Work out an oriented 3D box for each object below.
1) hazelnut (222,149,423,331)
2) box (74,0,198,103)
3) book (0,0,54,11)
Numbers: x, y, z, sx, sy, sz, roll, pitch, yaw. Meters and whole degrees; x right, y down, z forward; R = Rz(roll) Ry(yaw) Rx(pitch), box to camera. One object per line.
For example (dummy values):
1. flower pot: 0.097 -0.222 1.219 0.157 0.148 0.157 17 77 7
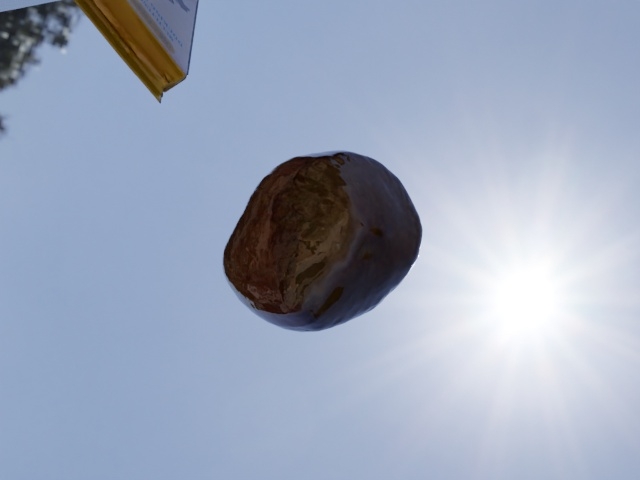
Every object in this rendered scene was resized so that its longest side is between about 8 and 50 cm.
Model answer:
1. hazelnut: -0.004 -0.009 1.266 0.186 0.210 0.210 90 -15 -53
2. box: -0.162 -0.229 1.111 0.033 0.129 0.247 -30 -150 16
3. book: -0.186 -0.067 0.339 0.379 0.264 0.031 -2 -79 34
